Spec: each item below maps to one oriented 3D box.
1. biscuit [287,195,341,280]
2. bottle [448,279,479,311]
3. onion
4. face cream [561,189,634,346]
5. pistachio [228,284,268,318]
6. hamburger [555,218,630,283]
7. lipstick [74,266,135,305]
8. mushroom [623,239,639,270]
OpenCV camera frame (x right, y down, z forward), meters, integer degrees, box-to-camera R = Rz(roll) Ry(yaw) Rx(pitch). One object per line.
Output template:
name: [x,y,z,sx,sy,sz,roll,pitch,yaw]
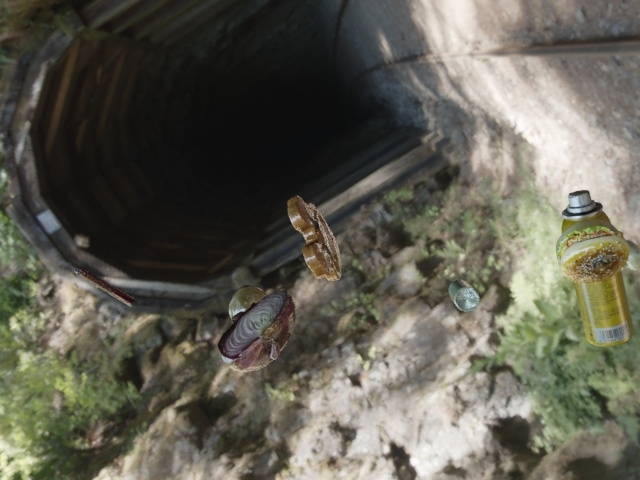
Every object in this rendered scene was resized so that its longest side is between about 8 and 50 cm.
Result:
biscuit: [0.000,0.000,1.655,0.334,0.047,0.202,28,-139,-77]
bottle: [0.421,0.160,2.010,0.072,0.072,0.201,57,-174,1]
onion: [-0.126,0.203,1.453,0.151,0.206,0.098,7,135,53]
face cream: [0.600,0.056,1.491,0.105,0.105,0.349,-99,-10,-74]
pistachio: [-0.174,0.197,1.803,0.108,0.126,0.186,-96,-13,-59]
hamburger: [0.489,0.021,1.226,0.081,0.126,0.141,-93,-9,-49]
lipstick: [-0.580,0.123,1.836,0.176,0.027,0.027,37,-165,-26]
mushroom: [0.757,0.038,1.676,0.083,0.067,0.083,41,-172,-7]
